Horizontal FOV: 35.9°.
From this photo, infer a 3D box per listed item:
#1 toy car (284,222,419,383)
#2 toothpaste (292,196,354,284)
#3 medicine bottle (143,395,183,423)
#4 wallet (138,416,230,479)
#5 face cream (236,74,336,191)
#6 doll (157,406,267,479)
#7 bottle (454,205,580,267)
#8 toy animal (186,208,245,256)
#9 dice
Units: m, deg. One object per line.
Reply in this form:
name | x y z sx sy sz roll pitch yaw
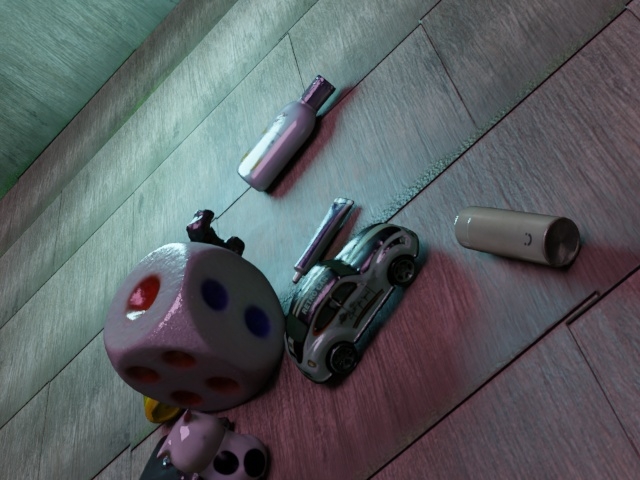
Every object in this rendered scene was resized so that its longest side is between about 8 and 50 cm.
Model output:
toy car | 0.038 0.089 1.658 0.306 0.125 0.136 -56 29 -2
toothpaste | 0.000 0.000 1.897 0.057 0.035 0.197 14 67 52
medicine bottle | -0.335 0.258 2.064 0.111 0.076 0.309 -46 29 11
wallet | -0.267 0.417 1.831 0.245 0.052 0.169 -23 38 46
face cream | -0.074 -0.244 2.223 0.291 0.071 0.144 -50 30 6
doll | -0.176 0.353 1.644 0.110 0.180 0.107 -58 17 -6
bottle | 0.286 -0.009 1.457 0.201 0.072 0.072 12 69 58
toy animal | -0.255 0.065 2.050 0.343 0.168 0.106 -47 24 42
dice | -0.235 0.164 1.844 0.259 0.251 0.243 -28 40 38
